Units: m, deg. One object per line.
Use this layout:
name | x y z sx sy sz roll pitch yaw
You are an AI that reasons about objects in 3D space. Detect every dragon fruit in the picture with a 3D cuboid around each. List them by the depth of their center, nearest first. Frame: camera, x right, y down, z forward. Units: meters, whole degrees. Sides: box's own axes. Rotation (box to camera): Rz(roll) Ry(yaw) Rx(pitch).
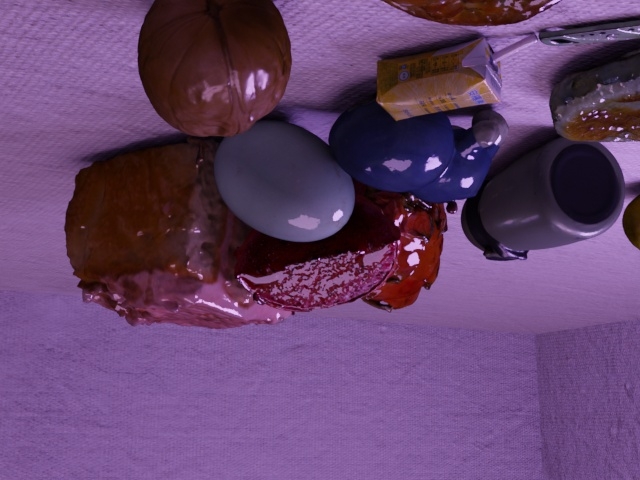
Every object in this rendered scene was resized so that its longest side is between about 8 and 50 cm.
dragon fruit | 0.000 0.000 1.517 0.262 0.211 0.134 -10 142 6
dragon fruit | 0.113 -0.009 1.671 0.250 0.250 0.315 -4 169 14

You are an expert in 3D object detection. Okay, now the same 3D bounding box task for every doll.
doll | 0.131 -0.135 1.355 0.258 0.154 0.228 20 160 -40

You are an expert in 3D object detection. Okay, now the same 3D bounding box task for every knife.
knife | 0.405 -0.250 1.099 0.293 0.020 0.043 -3 169 15

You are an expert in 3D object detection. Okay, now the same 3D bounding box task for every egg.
egg | -0.054 -0.088 1.405 0.231 0.168 0.168 29 176 20

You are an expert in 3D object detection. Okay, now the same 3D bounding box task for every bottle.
bottle | 0.360 -0.059 1.609 0.168 0.168 0.347 3 169 -16

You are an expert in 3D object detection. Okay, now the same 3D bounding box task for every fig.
fig | 0.663 -0.043 1.788 0.142 0.148 0.186 -34 -174 43

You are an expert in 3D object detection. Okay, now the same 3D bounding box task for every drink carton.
drink carton | 0.173 -0.204 1.171 0.200 0.074 0.084 -7 157 28

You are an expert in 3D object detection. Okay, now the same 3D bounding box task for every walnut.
walnut | -0.113 -0.195 1.016 0.167 0.167 0.207 0 165 -3

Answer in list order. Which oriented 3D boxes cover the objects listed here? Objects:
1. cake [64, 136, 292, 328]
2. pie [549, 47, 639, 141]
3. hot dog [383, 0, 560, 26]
cake | -0.226 0.006 1.607 0.314 0.293 0.307 -2 166 35
pie | 0.452 -0.191 1.251 0.302 0.067 0.302 0 168 0
hot dog | 0.130 -0.264 0.813 0.272 0.122 0.196 -13 163 39
